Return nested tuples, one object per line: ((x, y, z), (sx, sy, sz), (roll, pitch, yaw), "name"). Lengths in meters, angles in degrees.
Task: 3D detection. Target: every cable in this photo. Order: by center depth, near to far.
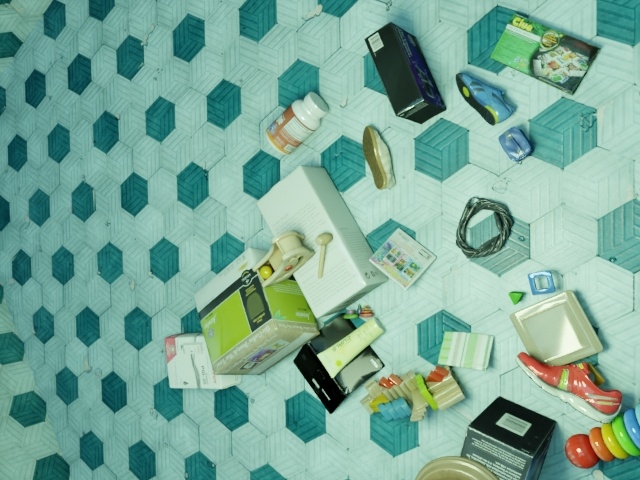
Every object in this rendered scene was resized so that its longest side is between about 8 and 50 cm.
((0.475, -0.029, 1.743), (0.151, 0.047, 0.184), (24, 102, 24), "cable")

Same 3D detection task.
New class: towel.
((0.433, 0.327, 1.767), (0.152, 0.023, 0.113), (0, 55, 34), "towel")

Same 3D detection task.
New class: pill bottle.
((-0.078, -0.401, 2.028), (0.216, 0.121, 0.121), (-39, 72, 27), "pill bottle")

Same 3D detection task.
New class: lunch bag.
((0.549, -0.266, 1.666), (0.067, 0.065, 0.098), (-38, 72, 28), "lunch bag")

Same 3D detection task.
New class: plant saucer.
((0.354, 0.688, 1.502), (0.278, 0.041, 0.277), (3, 95, 32), "plant saucer")

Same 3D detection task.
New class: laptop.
((0.055, 0.425, 2.044), (0.234, 0.137, 0.264), (52, 142, 20), "laptop")

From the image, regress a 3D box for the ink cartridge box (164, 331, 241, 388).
((-0.459, 0.463, 2.311), (0.283, 0.117, 0.207), (-8, 87, 33), "ink cartridge box")

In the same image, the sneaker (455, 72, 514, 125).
((0.474, -0.420, 1.718), (0.082, 0.069, 0.209), (-32, 62, -4), "sneaker")

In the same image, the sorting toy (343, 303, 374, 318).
((0.126, 0.233, 1.963), (0.102, 0.061, 0.042), (-4, 89, 10), "sorting toy")

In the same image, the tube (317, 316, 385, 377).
((0.103, 0.346, 1.949), (0.240, 0.062, 0.070), (-40, 28, 14), "tube")

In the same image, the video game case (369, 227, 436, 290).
((0.255, 0.058, 1.858), (0.157, 0.019, 0.143), (40, 83, 24), "video game case")

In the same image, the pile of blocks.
((0.255, 0.465, 1.818), (0.362, 0.149, 0.112), (-24, 113, 32), "pile of blocks")

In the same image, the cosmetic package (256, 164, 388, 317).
((0.000, 0.000, 1.971), (0.230, 0.161, 0.453), (-36, 74, 29), "cosmetic package")

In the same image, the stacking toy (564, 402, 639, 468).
((0.782, 0.505, 1.521), (0.330, 0.141, 0.141), (-39, 72, 32), "stacking toy")

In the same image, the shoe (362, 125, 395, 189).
((0.187, -0.266, 1.909), (0.076, 0.058, 0.219), (-34, 67, 61), "shoe")

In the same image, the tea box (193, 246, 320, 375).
((-0.228, 0.254, 2.056), (0.329, 0.220, 0.323), (-38, 57, 29), "tea box")

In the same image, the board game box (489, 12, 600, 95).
((0.613, -0.515, 1.637), (0.260, 0.030, 0.136), (36, 113, 26), "board game box")

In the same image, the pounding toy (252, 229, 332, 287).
((-0.088, 0.070, 1.844), (0.269, 0.154, 0.155), (-42, 70, 29), "pounding toy")

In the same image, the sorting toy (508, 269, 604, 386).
((0.649, 0.251, 1.637), (0.196, 0.047, 0.347), (-32, 78, 33), "sorting toy")

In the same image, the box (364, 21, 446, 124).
((0.256, -0.494, 1.773), (0.103, 0.184, 0.261), (-26, 79, 28), "box")

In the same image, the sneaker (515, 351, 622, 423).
((0.657, 0.365, 1.576), (0.279, 0.107, 0.118), (30, 93, 27), "sneaker")

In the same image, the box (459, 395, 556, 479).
((0.487, 0.626, 1.612), (0.183, 0.296, 0.294), (20, 104, 30), "box")
